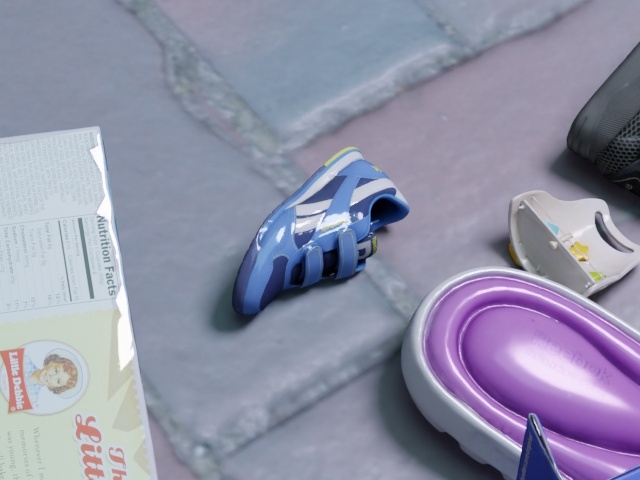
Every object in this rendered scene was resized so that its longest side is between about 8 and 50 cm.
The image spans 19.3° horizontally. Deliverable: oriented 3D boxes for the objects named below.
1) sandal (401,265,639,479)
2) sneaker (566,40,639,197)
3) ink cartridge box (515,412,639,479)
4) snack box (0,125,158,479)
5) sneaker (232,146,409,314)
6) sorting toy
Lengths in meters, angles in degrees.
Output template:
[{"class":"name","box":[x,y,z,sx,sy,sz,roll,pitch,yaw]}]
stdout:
[{"class":"sandal","box":[0.243,0.127,1.096,0.416,0.102,0.169,20,58,5]},{"class":"sneaker","box":[0.280,-0.114,1.235,0.130,0.087,0.227,40,97,10]},{"class":"ink cartridge box","box":[0.195,0.242,0.960,0.065,0.186,0.311,-25,61,-11]},{"class":"snack box","box":[-0.189,0.105,1.033,0.187,0.060,0.322,-7,74,-12]},{"class":"sneaker","box":[0.000,0.000,1.185,0.059,0.053,0.144,36,60,14]},{"class":"sorting toy","box":[0.170,0.003,1.214,0.075,0.045,0.083,-21,59,-29]}]
